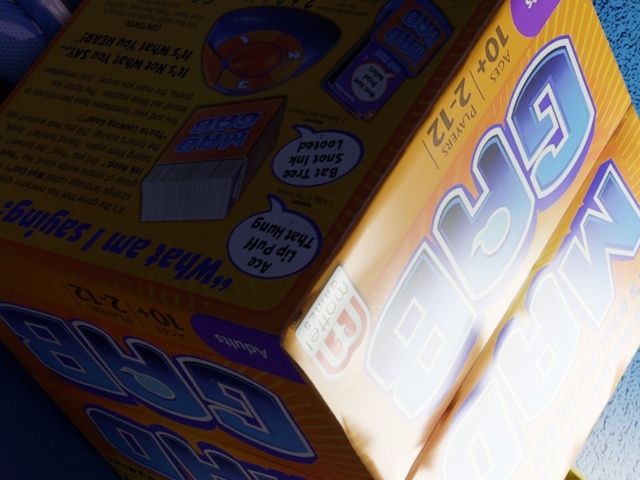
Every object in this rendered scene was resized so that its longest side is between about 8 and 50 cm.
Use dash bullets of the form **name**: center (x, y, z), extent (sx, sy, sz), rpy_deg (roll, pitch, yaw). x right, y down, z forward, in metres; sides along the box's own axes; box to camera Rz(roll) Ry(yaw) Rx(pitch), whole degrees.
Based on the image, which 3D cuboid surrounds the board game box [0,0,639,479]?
- **board game box**: center (0.000, 0.000, 1.309), extent (0.356, 0.356, 0.356), rpy_deg (-56, 138, -24)

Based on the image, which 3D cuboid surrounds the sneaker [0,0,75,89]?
- **sneaker**: center (-0.304, -0.180, 1.344), extent (0.330, 0.130, 0.147), rpy_deg (43, 80, -21)

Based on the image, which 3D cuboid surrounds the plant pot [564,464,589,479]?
- **plant pot**: center (0.078, 0.246, 1.502), extent (0.212, 0.187, 0.212), rpy_deg (43, 65, -23)
